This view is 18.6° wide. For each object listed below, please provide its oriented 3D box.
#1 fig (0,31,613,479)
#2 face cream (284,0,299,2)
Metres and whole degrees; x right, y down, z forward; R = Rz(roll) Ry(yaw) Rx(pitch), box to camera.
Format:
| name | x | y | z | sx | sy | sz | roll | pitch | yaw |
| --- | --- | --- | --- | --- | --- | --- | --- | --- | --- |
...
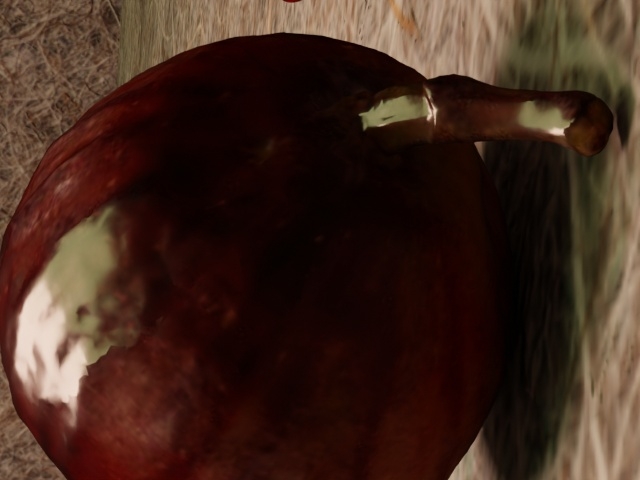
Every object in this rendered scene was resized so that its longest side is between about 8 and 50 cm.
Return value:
| name | x | y | z | sx | sy | sz | roll | pitch | yaw |
| --- | --- | --- | --- | --- | --- | --- | --- | --- | --- |
| fig | -0.009 | 0.013 | 0.445 | 0.150 | 0.128 | 0.128 | -179 | 93 | -76 |
| face cream | -0.014 | -0.137 | 0.853 | 0.040 | 0.021 | 0.083 | 103 | 167 | -50 |
